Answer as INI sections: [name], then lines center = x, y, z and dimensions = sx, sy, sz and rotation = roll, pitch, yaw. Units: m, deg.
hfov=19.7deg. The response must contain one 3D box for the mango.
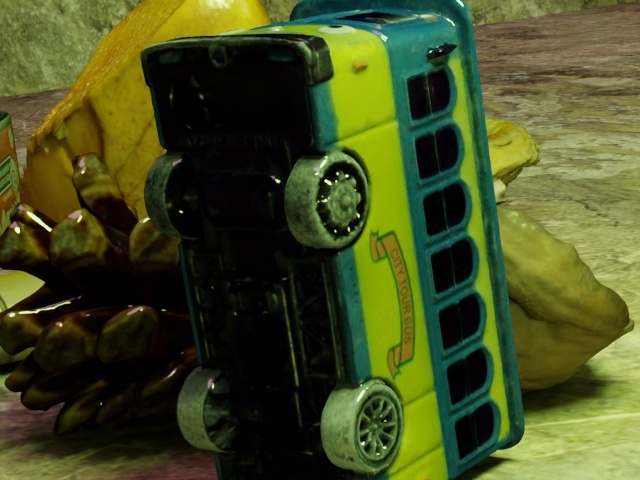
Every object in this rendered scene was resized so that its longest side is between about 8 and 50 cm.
[mango]
center = -0.138, -0.095, 1.584
dimensions = 0.199, 0.350, 0.201
rotation = 9, 45, -33

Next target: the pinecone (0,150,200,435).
[pinecone]
center = -0.122, 0.033, 1.267
dimensions = 0.229, 0.201, 0.202
rotation = -34, -24, -9

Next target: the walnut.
[walnut]
center = 0.094, 0.029, 1.260
dimensions = 0.204, 0.141, 0.238
rotation = 37, 2, -37

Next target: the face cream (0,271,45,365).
[face cream]
center = -0.328, 0.078, 1.470
dimensions = 0.285, 0.067, 0.139
rotation = -11, 15, -23

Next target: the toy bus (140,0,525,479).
[toy bus]
center = 0.009, 0.008, 1.077
dimensions = 0.138, 0.287, 0.175
rotation = 4, 18, 40

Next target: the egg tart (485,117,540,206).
[egg tart]
center = 0.059, -0.042, 1.734
dimensions = 0.315, 0.120, 0.315
rotation = -7, 13, 2

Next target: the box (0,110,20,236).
[box]
center = -0.422, -0.053, 1.962
dimensions = 0.178, 0.148, 0.195
rotation = -7, 11, 2
